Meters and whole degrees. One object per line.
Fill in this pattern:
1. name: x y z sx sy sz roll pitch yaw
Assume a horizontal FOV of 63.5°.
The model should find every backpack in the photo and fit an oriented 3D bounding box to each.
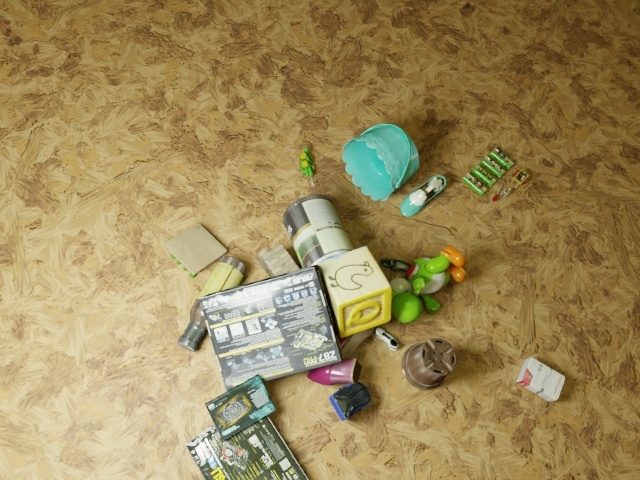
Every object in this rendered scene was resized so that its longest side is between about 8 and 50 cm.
1. backpack: 0.098 0.526 1.720 0.120 0.101 0.098 -26 79 -23

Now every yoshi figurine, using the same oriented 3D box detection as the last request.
1. yoshi figurine: 0.373 0.182 1.865 0.362 0.203 0.204 -30 91 -9

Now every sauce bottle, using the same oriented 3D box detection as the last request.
1. sauce bottle: -0.379 0.217 1.794 0.111 0.111 0.344 26 64 5

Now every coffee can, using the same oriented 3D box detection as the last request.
1. coffee can: 0.000 0.000 1.868 0.201 0.202 0.275 -15 56 -14

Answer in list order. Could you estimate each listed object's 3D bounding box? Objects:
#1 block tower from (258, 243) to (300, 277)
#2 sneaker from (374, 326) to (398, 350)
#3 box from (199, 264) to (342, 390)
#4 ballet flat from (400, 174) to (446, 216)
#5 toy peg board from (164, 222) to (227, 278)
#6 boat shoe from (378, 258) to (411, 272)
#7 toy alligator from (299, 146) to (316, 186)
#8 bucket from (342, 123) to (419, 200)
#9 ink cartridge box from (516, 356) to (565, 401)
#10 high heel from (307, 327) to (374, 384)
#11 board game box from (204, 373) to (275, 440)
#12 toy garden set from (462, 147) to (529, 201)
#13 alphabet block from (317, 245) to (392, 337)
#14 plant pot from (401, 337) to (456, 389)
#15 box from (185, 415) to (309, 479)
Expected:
1. block tower: -0.095 0.166 1.868 0.097 0.091 0.335 -33 74 -21
2. sneaker: 0.240 0.348 1.856 0.109 0.044 0.040 40 68 13
3. box: -0.157 0.281 1.676 0.394 0.097 0.318 -16 91 5
4. ballet flat: 0.421 -0.193 2.110 0.247 0.087 0.083 -38 75 -21
5. toy peg board: -0.459 0.046 1.894 0.161 0.079 0.160 42 51 11
6. boat shoe: 0.286 0.092 1.984 0.125 0.038 0.046 17 64 0
7. toy alligator: -0.058 -0.294 2.114 0.051 0.056 0.190 -23 64 28
8. bucket: 0.243 -0.318 2.053 0.183 0.281 0.281 -36 74 -24
9. ink cartridge box: 0.787 0.498 1.853 0.135 0.056 0.099 31 65 7
10. high heel: 0.077 0.329 1.820 0.181 0.127 0.377 -4 41 28
11. board game box: -0.248 0.518 1.610 0.186 0.026 0.126 -26 92 -17
12. toy garden set: 0.763 -0.275 2.216 0.204 0.049 0.244 44 67 13
13. alphabet block: 0.112 0.170 1.719 0.192 0.193 0.197 -19 47 -10
14. plant pot: 0.380 0.415 1.776 0.166 0.165 0.167 3 64 -7
15. box: -0.225 0.696 1.610 0.257 0.079 0.322 -32 73 -18
